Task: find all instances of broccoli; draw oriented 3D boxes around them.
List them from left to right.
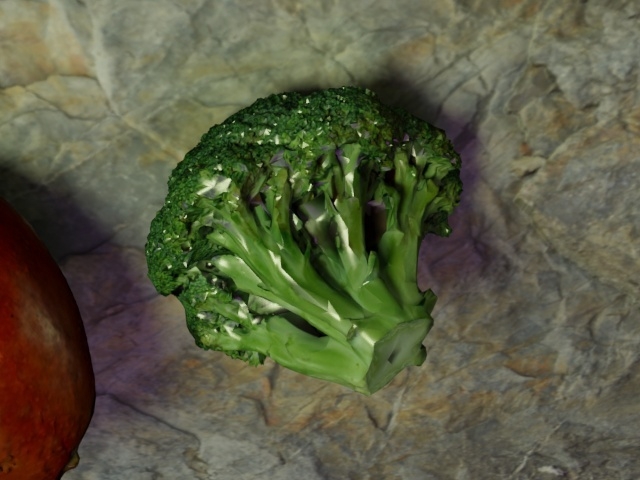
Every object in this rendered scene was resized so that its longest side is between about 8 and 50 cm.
[{"bbox_3d":[0.000,0.000,1.078,0.308,0.275,0.308,-31,146,-23],"label":"broccoli"}]

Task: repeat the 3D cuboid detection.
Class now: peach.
[{"bbox_3d":[-0.394,0.102,1.026,0.416,0.339,0.353,21,128,-37],"label":"peach"}]
